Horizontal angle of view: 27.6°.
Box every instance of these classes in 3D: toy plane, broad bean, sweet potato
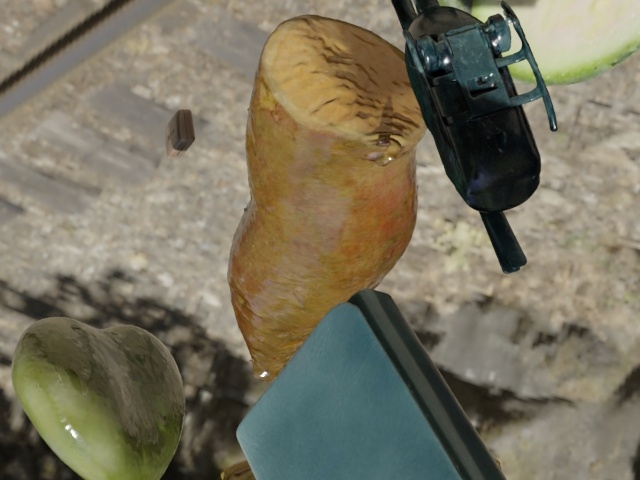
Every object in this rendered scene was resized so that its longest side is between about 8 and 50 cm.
[{"bbox_3d":[0.070,-0.100,0.708,0.060,0.235,0.096,-18,165,-5],"label":"toy plane"},{"bbox_3d":[-0.217,0.161,1.259,0.121,0.189,0.263,-31,170,11],"label":"broad bean"},{"bbox_3d":[0.000,-0.002,0.953,0.131,0.131,0.336,18,138,6],"label":"sweet potato"}]

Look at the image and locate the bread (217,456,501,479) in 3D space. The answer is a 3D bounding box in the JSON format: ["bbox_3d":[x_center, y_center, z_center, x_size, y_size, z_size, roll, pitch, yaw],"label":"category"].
[{"bbox_3d":[0.037,0.258,1.056,0.235,0.210,0.099,-7,-159,0],"label":"bread"}]

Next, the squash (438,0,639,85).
[{"bbox_3d":[0.146,-0.342,1.132,0.263,0.263,0.384,47,-173,-49],"label":"squash"}]

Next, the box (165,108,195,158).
[{"bbox_3d":[-0.198,-0.147,1.813,0.025,0.048,0.115,-8,174,-18],"label":"box"}]

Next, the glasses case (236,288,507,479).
[{"bbox_3d":[0.046,0.143,0.443,0.056,0.266,0.105,-7,133,-26],"label":"glasses case"}]
